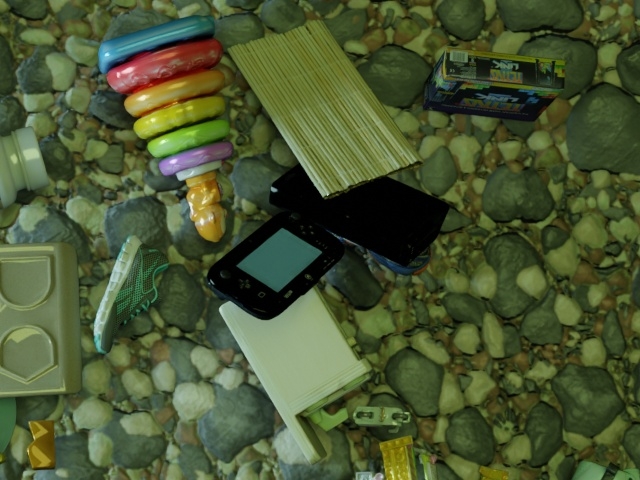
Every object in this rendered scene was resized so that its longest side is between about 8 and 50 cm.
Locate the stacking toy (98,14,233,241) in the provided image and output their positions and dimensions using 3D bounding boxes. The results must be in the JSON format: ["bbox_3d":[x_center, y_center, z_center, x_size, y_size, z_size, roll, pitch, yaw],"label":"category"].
[{"bbox_3d":[-0.182,-0.143,1.916,0.166,0.175,0.301,-18,92,-9],"label":"stacking toy"}]

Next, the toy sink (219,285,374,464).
[{"bbox_3d":[-0.012,0.158,1.843,0.131,0.153,0.234,-31,82,1],"label":"toy sink"}]

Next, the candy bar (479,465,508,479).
[{"bbox_3d":[0.218,0.386,1.907,0.040,0.018,0.161,16,76,-1],"label":"candy bar"}]

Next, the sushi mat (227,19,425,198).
[{"bbox_3d":[0.002,-0.188,1.934,0.151,0.019,0.316,-22,54,-15],"label":"sushi mat"}]

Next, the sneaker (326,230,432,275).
[{"bbox_3d":[0.060,-0.027,1.943,0.221,0.087,0.083,22,74,-3],"label":"sneaker"}]

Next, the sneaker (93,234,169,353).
[{"bbox_3d":[-0.252,0.078,1.888,0.076,0.065,0.166,21,77,-7],"label":"sneaker"}]

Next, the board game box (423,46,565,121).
[{"bbox_3d":[0.242,-0.218,1.986,0.170,0.141,0.048,5,74,-7],"label":"board game box"}]

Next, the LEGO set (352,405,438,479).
[{"bbox_3d":[0.092,0.366,1.872,0.132,0.107,0.287,6,79,29],"label":"LEGO set"}]

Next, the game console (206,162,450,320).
[{"bbox_3d":[0.000,0.000,1.791,0.213,0.044,0.361,25,37,20],"label":"game console"}]

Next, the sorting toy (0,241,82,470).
[{"bbox_3d":[-0.428,0.152,1.842,0.229,0.041,0.307,-1,70,-13],"label":"sorting toy"}]

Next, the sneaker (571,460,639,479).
[{"bbox_3d":[0.441,0.393,1.901,0.256,0.094,0.151,28,72,-3],"label":"sneaker"}]

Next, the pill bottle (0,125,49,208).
[{"bbox_3d":[-0.462,-0.088,1.868,0.187,0.112,0.112,-16,80,-11],"label":"pill bottle"}]

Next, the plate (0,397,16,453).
[{"bbox_3d":[-0.493,0.224,1.837,0.188,0.024,0.188,2,76,-8],"label":"plate"}]
